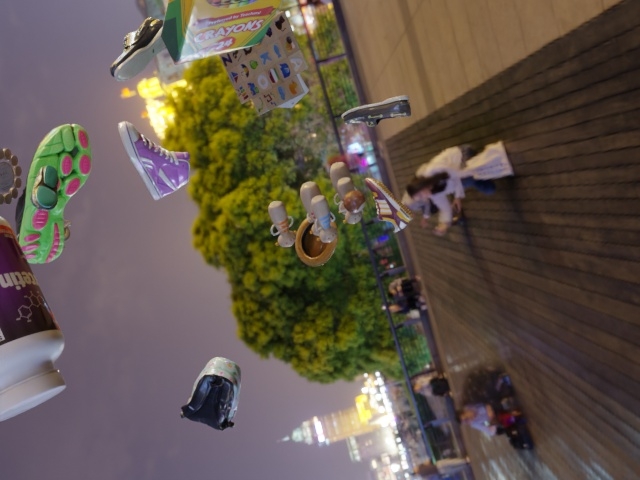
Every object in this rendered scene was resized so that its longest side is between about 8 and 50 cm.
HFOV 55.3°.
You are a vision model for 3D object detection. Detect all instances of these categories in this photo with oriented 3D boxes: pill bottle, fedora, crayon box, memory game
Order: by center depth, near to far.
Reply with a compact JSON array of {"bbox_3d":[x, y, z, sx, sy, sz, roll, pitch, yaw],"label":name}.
[{"bbox_3d":[-0.551,0.128,1.016,0.322,0.182,0.181,61,180,8],"label":"pill bottle"},{"bbox_3d":[-0.171,-0.458,1.128,0.081,0.202,0.318,64,155,6],"label":"crayon box"},{"bbox_3d":[-1.006,-0.202,1.935,0.186,0.012,0.186,3,-90,-83],"label":"memory game"},{"bbox_3d":[0.000,0.000,2.193,0.079,0.194,0.194,8,-117,-56],"label":"fedora"}]

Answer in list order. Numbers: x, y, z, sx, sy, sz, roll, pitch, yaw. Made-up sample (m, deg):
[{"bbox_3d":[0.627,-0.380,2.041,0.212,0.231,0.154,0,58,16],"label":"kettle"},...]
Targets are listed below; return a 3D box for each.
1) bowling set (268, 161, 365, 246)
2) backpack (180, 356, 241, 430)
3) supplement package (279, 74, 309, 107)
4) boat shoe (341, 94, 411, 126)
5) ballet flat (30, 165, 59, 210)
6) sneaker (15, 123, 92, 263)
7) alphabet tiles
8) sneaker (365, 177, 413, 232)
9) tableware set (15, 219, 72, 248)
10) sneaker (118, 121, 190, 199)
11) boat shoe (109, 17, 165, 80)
[{"bbox_3d":[0.030,-0.061,1.525,0.200,0.287,0.154,25,141,47],"label":"bowling set"},{"bbox_3d":[-0.287,0.411,1.658,0.115,0.152,0.182,-87,15,-64],"label":"backpack"},{"bbox_3d":[-0.151,-0.565,2.260,0.179,0.105,0.105,19,150,49],"label":"supplement package"},{"bbox_3d":[0.179,-0.407,1.975,0.081,0.228,0.068,-15,-87,-68],"label":"boat shoe"},{"bbox_3d":[-0.724,-0.122,1.594,0.188,0.070,0.070,-105,-2,-52],"label":"ballet flat"},{"bbox_3d":[-0.886,-0.162,1.959,0.185,0.482,0.202,9,-157,-48],"label":"sneaker"},{"bbox_3d":[-0.180,-0.545,1.854,0.343,0.011,0.285,-12,107,48],"label":"alphabet tiles"},{"bbox_3d":[0.187,-0.106,1.829,0.185,0.084,0.069,46,-162,8],"label":"sneaker"},{"bbox_3d":[-1.089,-0.051,2.413,0.039,0.194,0.128,-35,45,52],"label":"tableware set"},{"bbox_3d":[-0.486,-0.263,1.829,0.102,0.161,0.282,59,172,40],"label":"sneaker"},{"bbox_3d":[-0.486,-0.508,1.617,0.233,0.079,0.084,-59,-1,-30],"label":"boat shoe"}]
